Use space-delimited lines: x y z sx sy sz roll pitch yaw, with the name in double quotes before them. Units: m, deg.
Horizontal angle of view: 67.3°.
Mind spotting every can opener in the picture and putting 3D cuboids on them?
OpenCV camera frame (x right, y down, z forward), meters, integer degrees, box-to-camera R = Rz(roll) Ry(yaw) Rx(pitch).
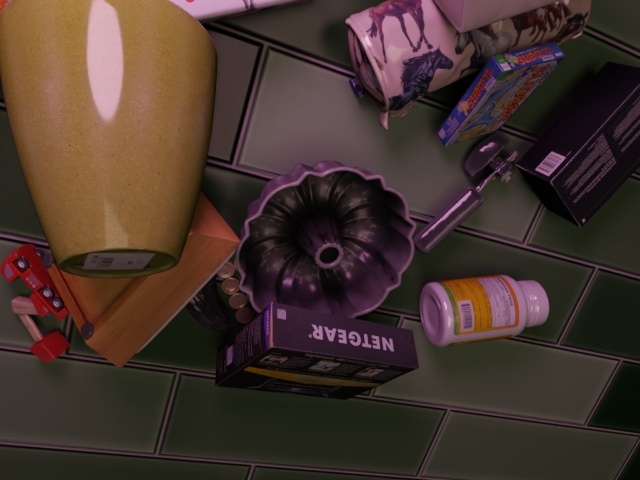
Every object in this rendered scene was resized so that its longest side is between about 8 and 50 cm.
"can opener" 0.288 -0.090 0.976 0.093 0.074 0.280 43 95 12

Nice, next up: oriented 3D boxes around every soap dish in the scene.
"soap dish" -0.301 0.023 0.785 0.291 0.229 0.118 -45 154 7

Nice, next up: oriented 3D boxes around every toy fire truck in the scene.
"toy fire truck" -0.504 0.114 0.859 0.135 0.047 0.192 -31 103 20

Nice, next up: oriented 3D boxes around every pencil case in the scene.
"pencil case" 0.248 -0.351 0.811 0.410 0.160 0.184 -23 124 -4

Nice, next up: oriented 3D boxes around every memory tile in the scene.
"memory tile" -0.137 0.093 0.965 0.113 0.012 0.148 -20 114 -5

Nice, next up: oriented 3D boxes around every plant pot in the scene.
"plant pot" -0.261 -0.109 0.617 0.274 0.275 0.294 -5 74 -12

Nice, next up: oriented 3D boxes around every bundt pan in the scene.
"bundt pan" 0.000 0.000 0.885 0.330 0.124 0.331 -8 120 -14

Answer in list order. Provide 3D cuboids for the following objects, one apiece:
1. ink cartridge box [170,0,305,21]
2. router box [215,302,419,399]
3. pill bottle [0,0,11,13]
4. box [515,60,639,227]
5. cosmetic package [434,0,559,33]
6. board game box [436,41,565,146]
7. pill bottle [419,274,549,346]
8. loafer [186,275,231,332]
"ink cartridge box" -0.126 -0.425 0.672 0.272 0.114 0.199 -26 116 -27
"router box" -0.011 0.224 0.913 0.308 0.081 0.243 16 143 -29
"pill bottle" -0.454 -0.348 0.611 0.391 0.224 0.224 -19 113 -5
"box" 0.543 -0.185 0.952 0.184 0.103 0.261 36 99 -36
"cosmetic package" 0.302 -0.420 0.657 0.295 0.153 0.129 -19 146 -2
"board game box" 0.306 -0.250 0.841 0.136 0.201 0.035 -20 72 -20
"pill bottle" 0.351 0.146 1.031 0.245 0.136 0.137 -5 111 -12
"loafer" -0.229 0.079 0.903 0.078 0.076 0.223 -28 110 7
